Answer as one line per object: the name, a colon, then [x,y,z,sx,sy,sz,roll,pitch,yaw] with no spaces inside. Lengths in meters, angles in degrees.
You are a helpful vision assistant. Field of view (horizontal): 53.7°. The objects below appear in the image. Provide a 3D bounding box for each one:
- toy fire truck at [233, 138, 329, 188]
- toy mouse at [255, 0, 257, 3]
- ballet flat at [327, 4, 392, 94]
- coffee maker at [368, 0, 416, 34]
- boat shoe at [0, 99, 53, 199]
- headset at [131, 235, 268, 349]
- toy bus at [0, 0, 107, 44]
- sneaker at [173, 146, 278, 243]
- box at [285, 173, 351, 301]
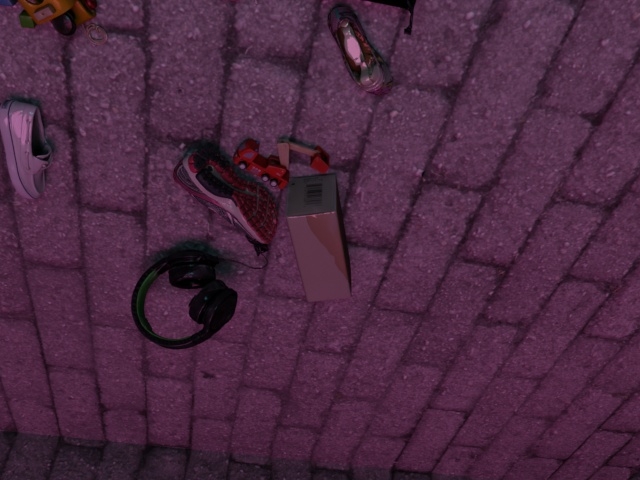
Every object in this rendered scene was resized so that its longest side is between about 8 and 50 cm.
toy fire truck: [-0.090,-0.189,1.460,0.192,0.047,0.135,28,128,-23]
toy mouse: [-0.188,-0.492,1.171,0.143,0.031,0.161,-19,132,19]
ballet flat: [0.080,-0.362,1.263,0.076,0.079,0.221,-21,131,19]
coffee maker: [0.081,-0.464,1.098,0.178,0.171,0.120,6,151,-2]
boat shoe: [-0.653,-0.194,1.431,0.084,0.095,0.258,7,136,0]
headset: [-0.310,0.112,1.641,0.394,0.243,0.185,-32,161,-7]
toy bus: [-0.500,-0.448,1.169,0.202,0.104,0.191,15,134,-13]
sneaker: [-0.216,-0.102,1.513,0.112,0.121,0.299,-17,129,41]
box: [0.000,0.000,1.580,0.121,0.148,0.311,-6,136,6]
